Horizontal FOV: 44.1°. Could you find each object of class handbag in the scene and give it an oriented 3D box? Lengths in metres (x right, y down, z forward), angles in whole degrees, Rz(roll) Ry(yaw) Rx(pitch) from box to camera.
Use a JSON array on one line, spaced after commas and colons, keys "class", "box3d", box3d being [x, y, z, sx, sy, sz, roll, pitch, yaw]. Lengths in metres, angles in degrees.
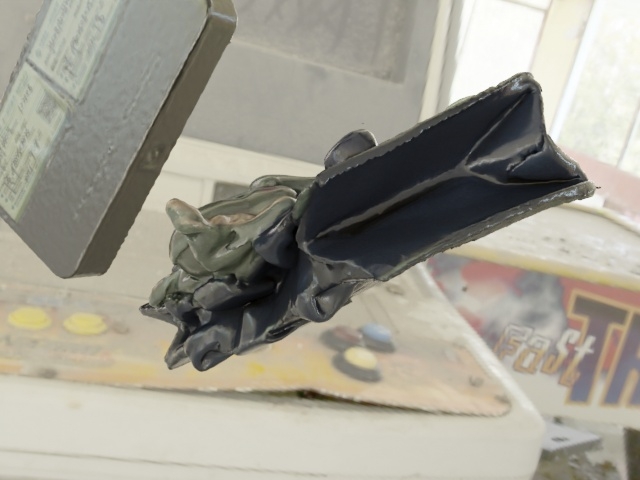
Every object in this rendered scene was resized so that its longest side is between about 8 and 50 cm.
[{"class": "handbag", "box3d": [0.000, 0.000, 0.586, 0.269, 0.118, 0.326, -24, -5, -36]}]

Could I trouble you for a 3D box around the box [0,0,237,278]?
[{"class": "box", "box3d": [-0.243, -0.149, 0.844, 0.211, 0.350, 0.058, 42, 22, 22]}]
